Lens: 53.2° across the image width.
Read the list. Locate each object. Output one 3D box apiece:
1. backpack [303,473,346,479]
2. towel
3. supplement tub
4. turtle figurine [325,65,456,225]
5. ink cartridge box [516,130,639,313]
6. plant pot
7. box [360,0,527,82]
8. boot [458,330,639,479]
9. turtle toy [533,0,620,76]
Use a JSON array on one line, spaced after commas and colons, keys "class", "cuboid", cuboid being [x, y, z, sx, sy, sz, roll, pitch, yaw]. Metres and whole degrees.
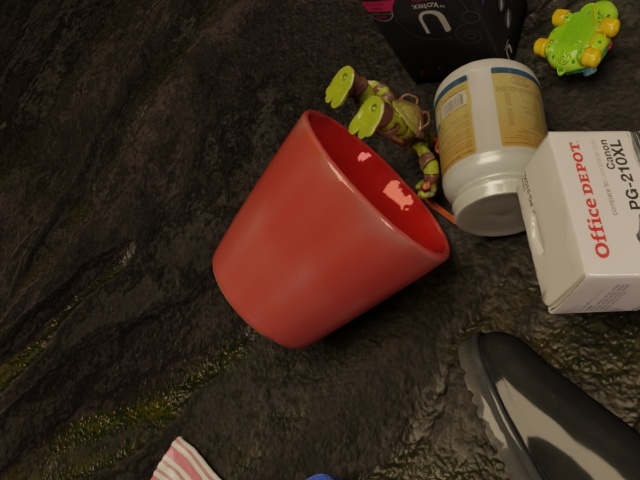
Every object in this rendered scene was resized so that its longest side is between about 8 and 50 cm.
[{"class": "backpack", "cuboid": [0.006, 0.355, 0.796, 0.097, 0.101, 0.120, -27, 53, 12]}, {"class": "towel", "cuboid": [-0.227, 0.417, 0.960, 0.144, 0.029, 0.197, 29, 86, 37]}, {"class": "supplement tub", "cuboid": [0.229, -0.121, 0.845, 0.144, 0.144, 0.200, -14, 61, 27]}, {"class": "turtle figurine", "cuboid": [0.114, -0.154, 0.897, 0.087, 0.217, 0.270, -34, 63, 27]}, {"class": "ink cartridge box", "cuboid": [0.352, -0.022, 0.680, 0.237, 0.100, 0.172, -2, 63, -4]}, {"class": "plant pot", "cuboid": [0.000, 0.000, 0.882, 0.243, 0.274, 0.275, -45, 51, 20]}, {"class": "box", "cuboid": [0.172, -0.360, 0.913, 0.165, 0.270, 0.144, 7, 72, 35]}, {"class": "boot", "cuboid": [0.403, 0.154, 0.599, 0.445, 0.146, 0.367, -35, 64, 19]}, {"class": "turtle toy", "cuboid": [0.364, -0.280, 0.882, 0.095, 0.066, 0.130, 30, 86, 38]}]
